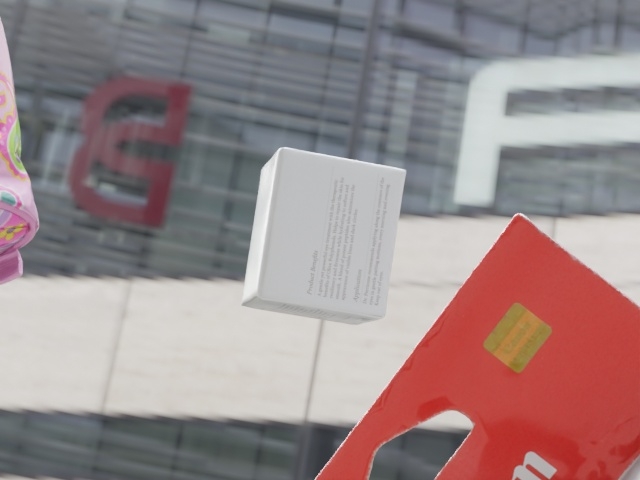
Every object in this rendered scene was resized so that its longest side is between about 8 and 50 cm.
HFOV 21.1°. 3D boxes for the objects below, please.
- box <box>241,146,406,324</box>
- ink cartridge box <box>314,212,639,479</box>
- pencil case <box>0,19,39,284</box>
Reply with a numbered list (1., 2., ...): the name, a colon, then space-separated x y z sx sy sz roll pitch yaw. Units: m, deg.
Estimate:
1. box: 0.000 0.000 1.145 0.087 0.101 0.102 10 -8 -9
2. ink cartridge box: 0.115 0.180 0.862 0.261 0.296 0.066 37 11 4
3. pencil case: -0.265 -0.109 1.158 0.124 0.284 0.124 -12 -24 -6
